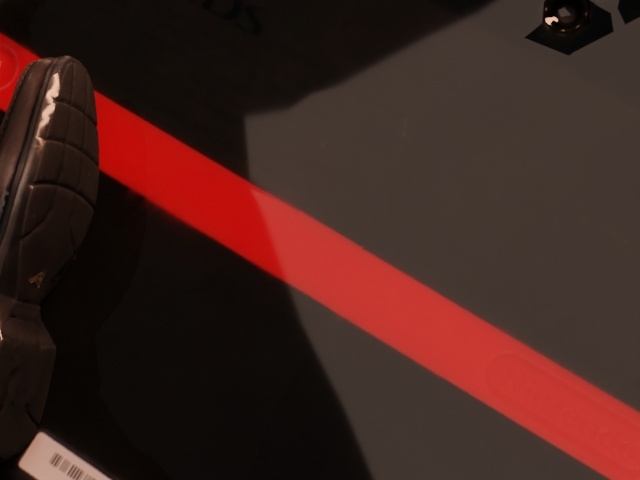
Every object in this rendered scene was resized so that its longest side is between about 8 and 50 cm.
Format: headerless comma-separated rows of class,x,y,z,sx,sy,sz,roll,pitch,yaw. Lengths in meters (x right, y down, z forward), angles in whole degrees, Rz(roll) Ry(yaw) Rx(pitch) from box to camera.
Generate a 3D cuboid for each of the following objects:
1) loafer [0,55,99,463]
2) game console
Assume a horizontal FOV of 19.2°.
loafer,-0.137,0.003,0.776,0.061,0.062,0.170,11,79,22
game console,0.000,0.000,0.801,0.386,0.060,0.342,31,87,20
